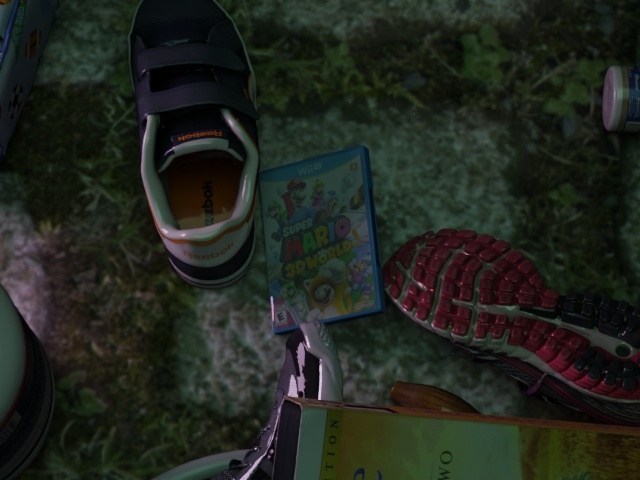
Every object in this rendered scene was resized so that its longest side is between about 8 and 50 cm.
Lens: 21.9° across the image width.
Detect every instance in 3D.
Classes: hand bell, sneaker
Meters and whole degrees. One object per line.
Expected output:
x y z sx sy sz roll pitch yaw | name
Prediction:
0.177 0.187 1.556 0.242 0.126 0.126 24 75 19 | hand bell
0.188 0.093 1.570 0.299 0.112 0.121 28 59 20 | sneaker
-0.119 -0.122 1.613 0.126 0.127 0.321 -11 73 -3 | sneaker
-0.060 0.198 1.428 0.153 0.101 0.268 4 77 -3 | sneaker

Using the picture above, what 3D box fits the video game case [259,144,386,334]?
0.000 0.000 1.607 0.119 0.015 0.166 -14 72 26 | video game case

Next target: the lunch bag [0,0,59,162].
-0.402 -0.207 1.637 0.243 0.115 0.303 12 73 8 | lunch bag

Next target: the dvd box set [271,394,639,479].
0.154 0.299 1.391 0.420 0.062 0.307 8 89 -19 | dvd box set

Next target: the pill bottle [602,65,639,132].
0.346 -0.139 1.655 0.120 0.067 0.067 2 74 -1 | pill bottle

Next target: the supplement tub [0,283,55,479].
-0.338 0.126 1.459 0.191 0.272 0.191 0 74 -1 | supplement tub

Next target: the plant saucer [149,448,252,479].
-0.051 0.390 1.479 0.400 0.100 0.400 0 75 -1 | plant saucer
